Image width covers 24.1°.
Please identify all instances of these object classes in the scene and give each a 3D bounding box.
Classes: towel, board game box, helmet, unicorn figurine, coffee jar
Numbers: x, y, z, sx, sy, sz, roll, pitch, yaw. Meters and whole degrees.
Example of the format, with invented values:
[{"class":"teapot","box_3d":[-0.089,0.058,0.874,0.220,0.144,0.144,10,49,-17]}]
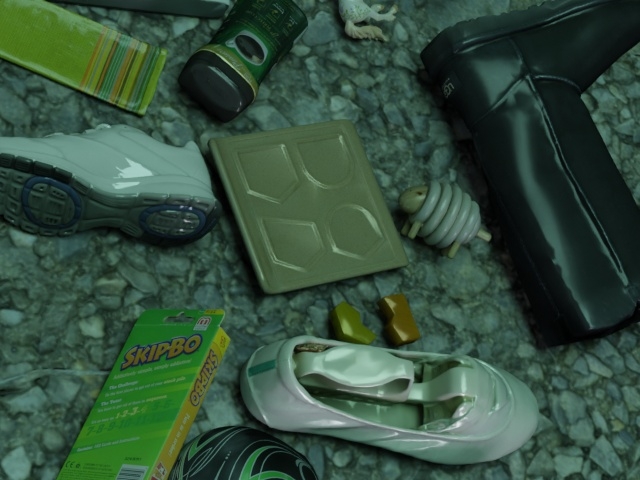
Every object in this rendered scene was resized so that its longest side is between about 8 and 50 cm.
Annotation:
[{"class":"towel","box_3d":[-0.308,-0.236,1.827,0.237,0.021,0.102,22,58,-15]},{"class":"board game box","box_3d":[-0.191,0.184,1.626,0.039,0.124,0.259,53,48,-41]},{"class":"helmet","box_3d":[-0.095,0.282,1.599,0.161,0.169,0.169,12,61,-38]},{"class":"unicorn figurine","box_3d":[0.039,-0.345,2.021,0.111,0.060,0.162,-11,72,-30]},{"class":"coffee jar","box_3d":[-0.098,-0.236,1.892,0.096,0.079,0.184,42,55,-11]}]

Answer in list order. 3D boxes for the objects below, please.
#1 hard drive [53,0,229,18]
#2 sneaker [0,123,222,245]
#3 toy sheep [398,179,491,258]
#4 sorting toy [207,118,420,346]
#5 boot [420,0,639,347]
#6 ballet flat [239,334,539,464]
[{"class":"hard drive","box_3d":[-0.250,-0.459,1.945,0.233,0.047,0.353,2,65,-25]},{"class":"sneaker","box_3d":[-0.263,-0.077,1.740,0.297,0.111,0.129,11,47,-25]},{"class":"toy sheep","box_3d":[0.158,-0.029,1.915,0.132,0.091,0.091,27,58,-17]},{"class":"sorting toy","box_3d":[0.000,0.000,1.853,0.229,0.041,0.307,-9,70,-34]},{"class":"boot","box_3d":[0.377,-0.106,2.014,0.367,0.146,0.445,-18,71,-21]},{"class":"ballet flat","box_3d":[0.106,0.180,1.762,0.400,0.139,0.139,9,63,-22]}]
